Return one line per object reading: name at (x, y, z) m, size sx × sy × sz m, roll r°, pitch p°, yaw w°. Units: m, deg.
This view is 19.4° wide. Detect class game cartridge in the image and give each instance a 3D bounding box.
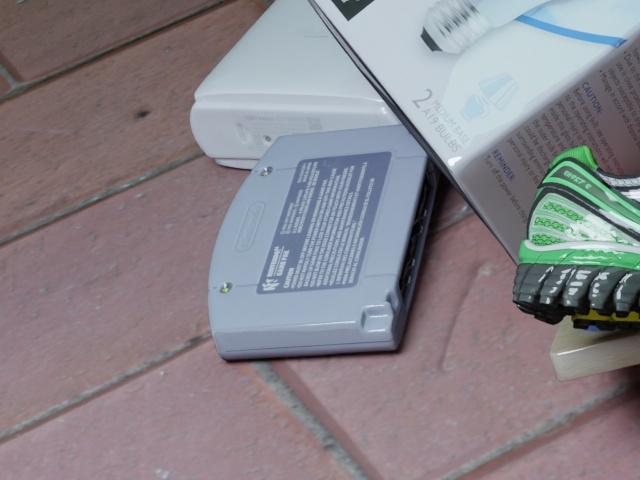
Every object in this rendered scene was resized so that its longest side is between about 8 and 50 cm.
game cartridge at (0.000, 0.000, 1.770) m, size 0.196 × 0.060 × 0.294 m, roll -1°, pitch 40°, yaw 16°

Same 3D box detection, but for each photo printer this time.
photo printer at (0.036, -0.194, 2.026) m, size 0.256 × 0.107 × 0.307 m, roll 4°, pitch 37°, yaw 29°

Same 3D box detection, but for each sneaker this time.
sneaker at (0.307, -0.008, 1.317) m, size 0.343 × 0.134 × 0.146 m, roll 4°, pitch 79°, yaw 18°

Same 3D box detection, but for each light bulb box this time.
light bulb box at (0.209, -0.226, 1.689) m, size 0.361 × 0.225 × 0.358 m, roll -38°, pitch 54°, yaw 2°

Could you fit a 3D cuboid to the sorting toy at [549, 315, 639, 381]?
sorting toy at (0.313, 0.005, 1.504) m, size 0.257 × 0.089 × 0.255 m, roll -15°, pitch 11°, yaw 16°
